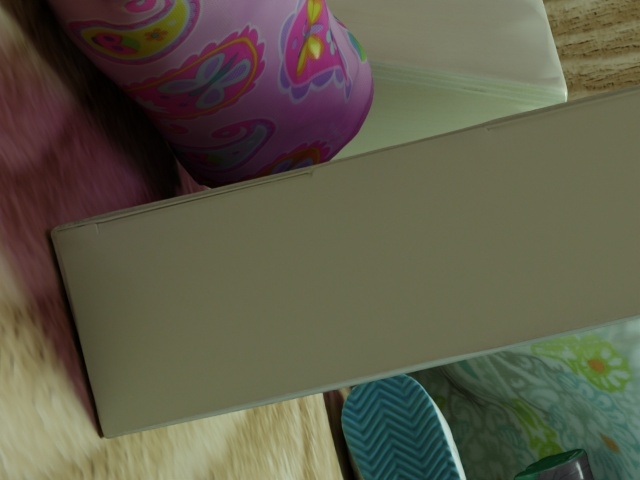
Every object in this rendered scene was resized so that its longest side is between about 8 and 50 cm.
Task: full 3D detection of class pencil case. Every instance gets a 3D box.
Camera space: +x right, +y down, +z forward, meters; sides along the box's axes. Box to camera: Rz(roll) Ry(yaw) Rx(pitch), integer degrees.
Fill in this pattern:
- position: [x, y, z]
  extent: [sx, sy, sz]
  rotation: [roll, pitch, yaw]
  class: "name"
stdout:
- position: [-0.058, -0.115, 0.927]
  extent: [0.284, 0.124, 0.124]
  rotation: [54, 22, -70]
  class: "pencil case"

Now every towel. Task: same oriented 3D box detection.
- position: [0.195, 0.203, 1.516]
  extent: [0.320, 0.090, 0.374]
  rotation: [2, -63, 55]
  class: "towel"

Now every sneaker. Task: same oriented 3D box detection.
- position: [0.076, 0.202, 1.338]
  extent: [0.092, 0.087, 0.229]
  rotation: [38, 39, -80]
  class: "sneaker"

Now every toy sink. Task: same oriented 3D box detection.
- position: [0.012, -0.095, 1.202]
  extent: [0.153, 0.234, 0.131]
  rotation: [-96, -163, -53]
  class: "toy sink"

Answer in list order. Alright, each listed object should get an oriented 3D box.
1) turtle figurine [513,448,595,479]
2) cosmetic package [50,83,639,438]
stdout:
- position: [0.203, 0.270, 1.389]
  extent: [0.234, 0.118, 0.175]
  rotation: [64, 7, -5]
  class: "turtle figurine"
- position: [0.066, 0.001, 0.938]
  extent: [0.377, 0.284, 0.097]
  rotation: [-7, 81, -81]
  class: "cosmetic package"
